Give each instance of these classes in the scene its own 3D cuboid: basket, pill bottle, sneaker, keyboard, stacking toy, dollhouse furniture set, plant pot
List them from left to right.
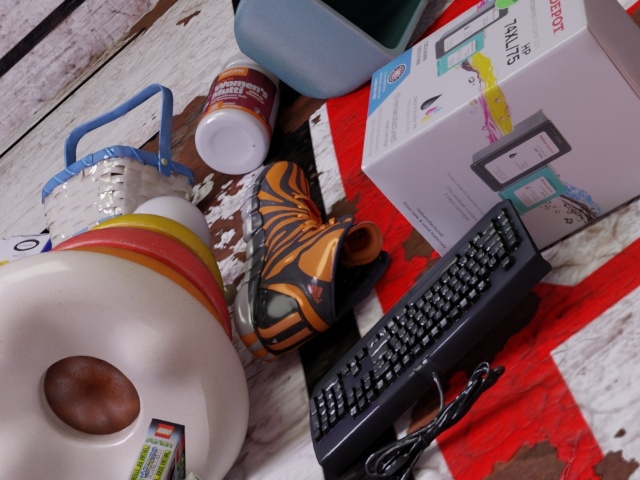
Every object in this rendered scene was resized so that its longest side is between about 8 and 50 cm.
[{"bbox_3d":[-0.335,-0.091,2.043,0.254,0.201,0.289,-23,64,38],"label":"basket"},{"bbox_3d":[-0.230,0.087,1.543,0.350,0.351,0.480,-35,17,20],"label":"stacking toy"},{"bbox_3d":[-0.170,0.067,1.746,0.114,0.091,0.081,-10,60,6],"label":"dollhouse furniture set"},{"bbox_3d":[-0.130,-0.215,2.056,0.121,0.121,0.221,-31,28,27],"label":"pill bottle"},{"bbox_3d":[0.000,0.000,1.550,0.180,0.124,0.321,-27,41,26],"label":"sneaker"},{"bbox_3d":[0.003,-0.367,1.965,0.252,0.247,0.247,-42,17,52],"label":"plant pot"},{"bbox_3d":[0.102,0.116,1.223,0.317,0.033,0.202,-48,33,20],"label":"keyboard"}]

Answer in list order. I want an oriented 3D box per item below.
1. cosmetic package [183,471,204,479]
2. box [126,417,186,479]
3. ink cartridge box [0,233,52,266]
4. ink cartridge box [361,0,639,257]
[{"bbox_3d":[-0.109,0.278,1.256,0.041,0.060,0.115,-49,-19,-13],"label":"cosmetic package"},{"bbox_3d":[-0.170,0.290,1.273,0.036,0.207,0.114,12,45,7],"label":"box"},{"bbox_3d":[-0.560,0.135,2.068,0.270,0.151,0.396,-4,45,32],"label":"ink cartridge box"},{"bbox_3d":[0.212,-0.130,1.305,0.270,0.197,0.198,-31,28,26],"label":"ink cartridge box"}]
